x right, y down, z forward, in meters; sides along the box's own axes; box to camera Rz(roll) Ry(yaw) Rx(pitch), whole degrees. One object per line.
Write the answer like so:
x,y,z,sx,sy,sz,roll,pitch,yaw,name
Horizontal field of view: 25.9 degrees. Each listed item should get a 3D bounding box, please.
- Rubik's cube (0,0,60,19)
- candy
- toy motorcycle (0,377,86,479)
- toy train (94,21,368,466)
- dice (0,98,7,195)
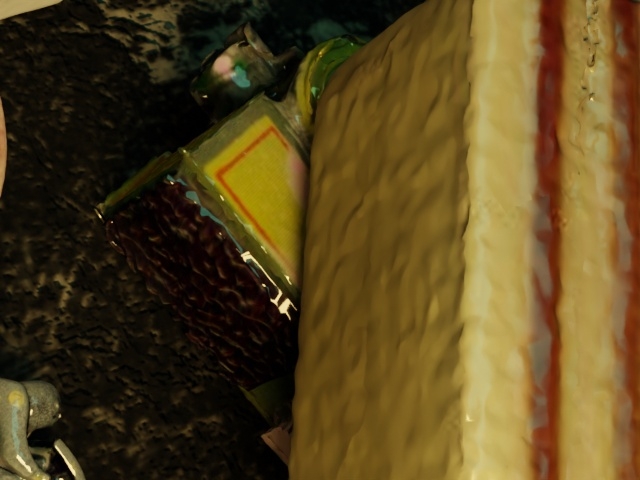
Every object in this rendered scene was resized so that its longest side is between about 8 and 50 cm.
-0.248,-0.275,0.645,0.322,0.319,0.316,-24,89,-38,Rubik's cube
0.079,0.040,0.695,0.135,0.179,0.320,9,75,-27,candy
-0.184,0.114,0.709,0.193,0.061,0.124,42,60,-23,toy motorcycle
0.000,0.000,0.837,0.261,0.134,0.177,52,53,-9,toy train
-0.222,-0.048,0.722,0.093,0.094,0.091,1,69,-35,dice
